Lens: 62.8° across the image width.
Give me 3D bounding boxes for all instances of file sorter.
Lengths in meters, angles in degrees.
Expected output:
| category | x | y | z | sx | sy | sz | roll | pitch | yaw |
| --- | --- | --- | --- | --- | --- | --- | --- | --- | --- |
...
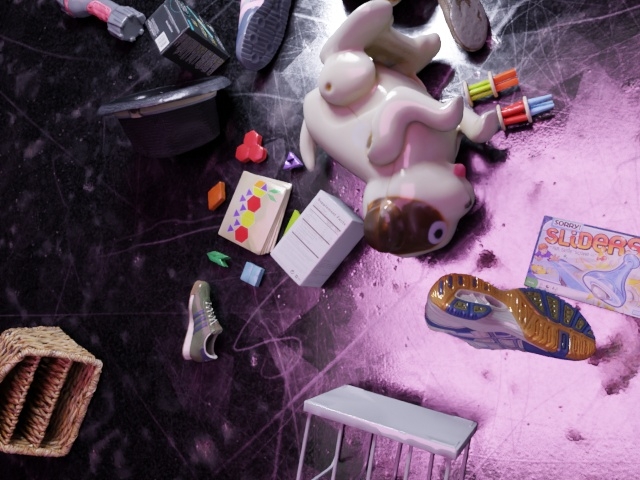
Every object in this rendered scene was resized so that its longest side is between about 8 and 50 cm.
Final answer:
| category | x | y | z | sx | sy | sz | roll | pitch | yaw |
| --- | --- | --- | --- | --- | --- | --- | --- | --- | --- |
| file sorter | 0.121 | 0.399 | 0.967 | 0.277 | 0.192 | 0.173 | 8 | 89 | 26 |

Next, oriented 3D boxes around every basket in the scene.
| category | x | y | z | sx | sy | sz | roll | pitch | yaw |
| --- | --- | --- | --- | --- | --- | --- | --- | --- | --- |
| basket | -0.757 | 0.403 | 1.373 | 0.222 | 0.213 | 0.300 | 27 | 95 | 27 |

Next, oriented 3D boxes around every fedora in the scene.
| category | x | y | z | sx | sy | sz | roll | pitch | yaw |
| --- | --- | --- | --- | --- | --- | --- | --- | --- | --- |
| fedora | -0.366 | -0.298 | 1.294 | 0.333 | 0.334 | 0.153 | -1 | 116 | 25 |

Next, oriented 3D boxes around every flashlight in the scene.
| category | x | y | z | sx | sy | sz | roll | pitch | yaw |
| --- | --- | --- | --- | --- | --- | --- | --- | --- | --- |
| flashlight | -0.647 | -0.665 | 1.532 | 0.304 | 0.103 | 0.103 | 35 | 125 | 24 |

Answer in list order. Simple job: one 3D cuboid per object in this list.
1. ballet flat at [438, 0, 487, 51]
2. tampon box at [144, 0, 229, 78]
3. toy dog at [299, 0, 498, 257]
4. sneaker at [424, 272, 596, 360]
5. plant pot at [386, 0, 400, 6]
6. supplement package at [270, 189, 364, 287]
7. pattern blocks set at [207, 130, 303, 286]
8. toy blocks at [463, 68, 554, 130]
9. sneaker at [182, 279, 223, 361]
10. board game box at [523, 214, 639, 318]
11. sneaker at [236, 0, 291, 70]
| category | x | y | z | sx | sy | sz | roll | pitch | yaw |
| --- | --- | --- | --- | --- | --- | --- | --- | --- | --- |
| ballet flat | 0.277 | -0.499 | 1.093 | 0.084 | 0.058 | 0.250 | -17 | 79 | -14 |
| tampon box | -0.333 | -0.506 | 1.323 | 0.101 | 0.161 | 0.121 | -35 | 68 | 18 |
| toy dog | 0.129 | -0.166 | 0.994 | 0.395 | 0.284 | 0.408 | -30 | 72 | 26 |
| sneaker | 0.335 | 0.150 | 0.956 | 0.296 | 0.131 | 0.112 | 20 | 55 | 9 |
| plant pot | 0.111 | -0.607 | 1.118 | 0.188 | 0.205 | 0.205 | 40 | 101 | 8 |
| supplement package | 0.000 | 0.000 | 1.125 | 0.105 | 0.105 | 0.179 | 44 | 102 | 24 |
| pattern blocks set | -0.154 | -0.071 | 1.252 | 0.285 | 0.026 | 0.325 | 34 | 98 | 26 |
| toy blocks | 0.363 | -0.277 | 1.017 | 0.148 | 0.054 | 0.124 | -14 | 78 | 23 |
| sneaker | -0.269 | 0.197 | 1.256 | 0.086 | 0.064 | 0.192 | 7 | 86 | 19 |
| board game box | 0.481 | 0.045 | 0.927 | 0.201 | 0.035 | 0.136 | 16 | 90 | 26 |
| sneaker | -0.152 | -0.570 | 1.290 | 0.131 | 0.112 | 0.319 | 17 | 88 | 43 |
